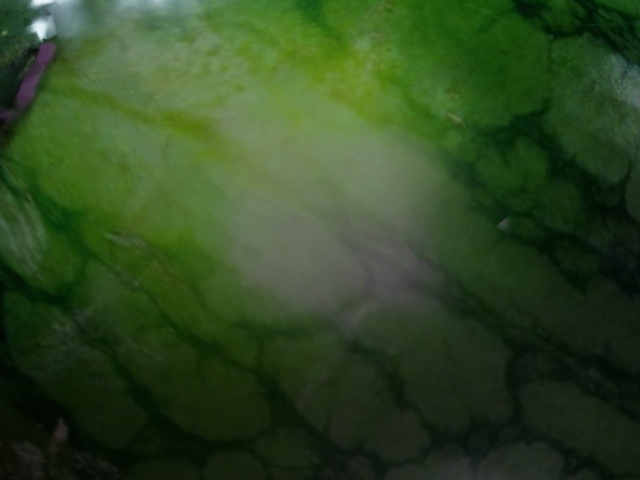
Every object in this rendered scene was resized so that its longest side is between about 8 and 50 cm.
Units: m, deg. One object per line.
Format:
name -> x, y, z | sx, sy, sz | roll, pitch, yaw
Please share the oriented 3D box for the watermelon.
watermelon -> 0.000, 0.000, 0.709 | 0.363, 0.363, 0.363 | 2, 83, -12
